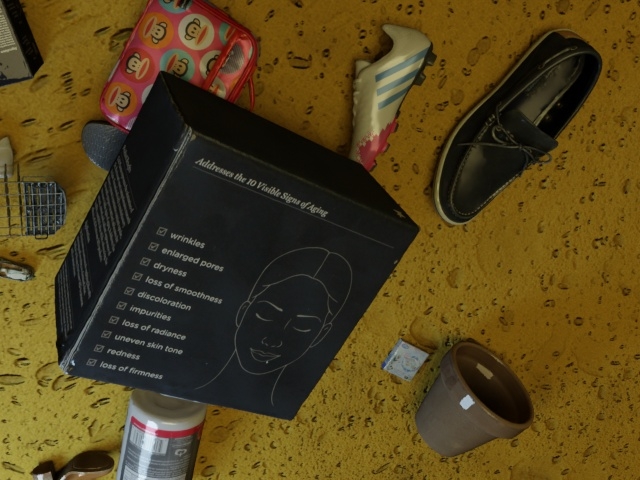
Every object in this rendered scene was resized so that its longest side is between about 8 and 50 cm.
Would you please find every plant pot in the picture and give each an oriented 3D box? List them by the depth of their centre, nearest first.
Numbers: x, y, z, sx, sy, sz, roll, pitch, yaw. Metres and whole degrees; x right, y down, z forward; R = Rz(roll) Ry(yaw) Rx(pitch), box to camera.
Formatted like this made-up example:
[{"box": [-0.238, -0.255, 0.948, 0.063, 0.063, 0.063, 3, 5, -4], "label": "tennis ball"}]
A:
[{"box": [0.363, 0.425, 1.788, 0.263, 0.263, 0.229, 28, 119, -23], "label": "plant pot"}]

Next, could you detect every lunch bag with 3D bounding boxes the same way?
[{"box": [-0.250, -0.304, 1.350, 0.258, 0.120, 0.293, 30, 105, -10], "label": "lunch bag"}]

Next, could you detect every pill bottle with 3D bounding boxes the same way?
[{"box": [-0.375, 0.498, 1.640, 0.176, 0.176, 0.318, 8, 110, -18], "label": "pill bottle"}]

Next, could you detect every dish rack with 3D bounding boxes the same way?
[{"box": [-0.629, -0.076, 1.349, 0.272, 0.074, 0.208, -2, 149, -22], "label": "dish rack"}]

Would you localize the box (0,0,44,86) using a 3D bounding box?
[{"box": [-0.568, -0.362, 1.245, 0.093, 0.156, 0.158, -18, 115, -7], "label": "box"}]

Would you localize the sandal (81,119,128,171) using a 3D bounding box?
[{"box": [-0.366, -0.173, 1.442, 0.255, 0.054, 0.097, 21, 113, -31], "label": "sandal"}]

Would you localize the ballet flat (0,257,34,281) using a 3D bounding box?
[{"box": [-0.653, 0.061, 1.462, 0.114, 0.041, 0.041, 13, 108, -19], "label": "ballet flat"}]

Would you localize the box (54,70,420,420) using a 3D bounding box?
[{"box": [-0.166, 0.029, 1.309, 0.480, 0.297, 0.471, 22, 111, -32], "label": "box"}]

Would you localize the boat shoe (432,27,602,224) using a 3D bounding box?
[{"box": [0.429, -0.240, 1.565, 0.187, 0.156, 0.500, 32, 102, -26], "label": "boat shoe"}]

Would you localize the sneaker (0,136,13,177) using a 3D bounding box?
[{"box": [-0.699, -0.169, 1.345, 0.212, 0.080, 0.094, 0, 99, -21], "label": "sneaker"}]

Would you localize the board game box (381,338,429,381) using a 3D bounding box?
[{"box": [0.216, 0.305, 1.805, 0.090, 0.020, 0.090, 29, 103, -23], "label": "board game box"}]

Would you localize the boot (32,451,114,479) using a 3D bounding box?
[{"box": [-0.574, 0.589, 1.686, 0.197, 0.073, 0.152, -8, 113, 1], "label": "boot"}]

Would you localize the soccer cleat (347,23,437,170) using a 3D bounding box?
[{"box": [0.112, -0.297, 1.492, 0.143, 0.116, 0.331, 26, 101, -7], "label": "soccer cleat"}]
